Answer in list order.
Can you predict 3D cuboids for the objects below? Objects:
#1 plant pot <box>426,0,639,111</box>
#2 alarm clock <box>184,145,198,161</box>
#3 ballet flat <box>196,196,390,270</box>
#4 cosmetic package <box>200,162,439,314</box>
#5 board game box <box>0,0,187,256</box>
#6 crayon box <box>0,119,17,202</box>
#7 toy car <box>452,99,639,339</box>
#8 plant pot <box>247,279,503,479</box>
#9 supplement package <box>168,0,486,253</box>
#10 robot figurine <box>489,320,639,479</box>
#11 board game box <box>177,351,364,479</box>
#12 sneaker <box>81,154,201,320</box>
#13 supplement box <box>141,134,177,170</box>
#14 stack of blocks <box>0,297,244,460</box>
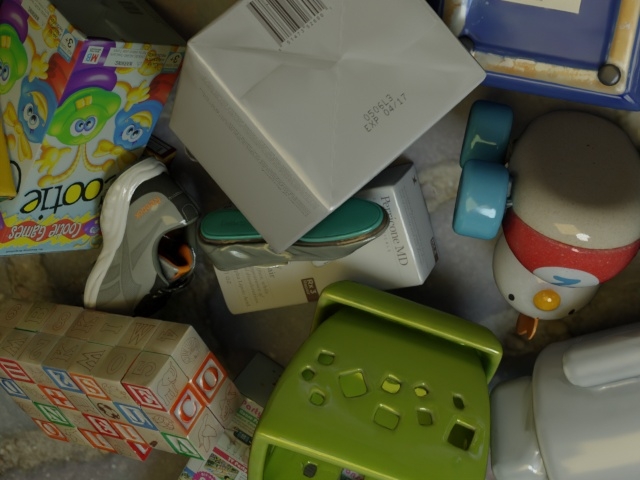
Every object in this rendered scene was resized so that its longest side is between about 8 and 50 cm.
[{"bbox_3d":[0.212,-0.247,1.083,0.236,0.212,0.236,13,115,14],"label":"plant pot"},{"bbox_3d":[-0.059,-0.108,1.299,0.192,0.064,0.129,-1,80,22],"label":"alarm clock"},{"bbox_3d":[-0.024,-0.002,1.262,0.213,0.072,0.068,-2,136,21],"label":"ballet flat"},{"bbox_3d":[0.000,0.000,1.328,0.231,0.085,0.117,-11,107,24],"label":"cosmetic package"},{"bbox_3d":[-0.281,-0.135,1.317,0.144,0.142,0.275,46,122,29],"label":"board game box"},{"bbox_3d":[-0.508,-0.153,1.343,0.363,0.106,0.313,-16,86,39],"label":"crayon box"},{"bbox_3d":[0.230,0.014,1.199,0.219,0.210,0.238,11,127,3],"label":"toy car"},{"bbox_3d":[0.062,0.183,1.269,0.227,0.207,0.228,18,150,4],"label":"plant pot"},{"bbox_3d":[-0.010,-0.122,1.084,0.177,0.293,0.175,-41,91,-13],"label":"supplement package"},{"bbox_3d":[0.346,0.174,1.207,0.353,0.200,0.300,-16,141,24],"label":"robot figurine"},{"bbox_3d":[-0.063,0.321,1.471,0.224,0.097,0.303,33,118,5],"label":"board game box"},{"bbox_3d":[-0.195,0.037,1.369,0.108,0.100,0.271,38,137,22],"label":"sneaker"},{"bbox_3d":[-0.208,-0.077,1.394,0.055,0.043,0.083,32,117,5],"label":"supplement box"},{"bbox_3d":[-0.235,0.165,1.391,0.297,0.087,0.171,5,140,38],"label":"stack of blocks"}]
